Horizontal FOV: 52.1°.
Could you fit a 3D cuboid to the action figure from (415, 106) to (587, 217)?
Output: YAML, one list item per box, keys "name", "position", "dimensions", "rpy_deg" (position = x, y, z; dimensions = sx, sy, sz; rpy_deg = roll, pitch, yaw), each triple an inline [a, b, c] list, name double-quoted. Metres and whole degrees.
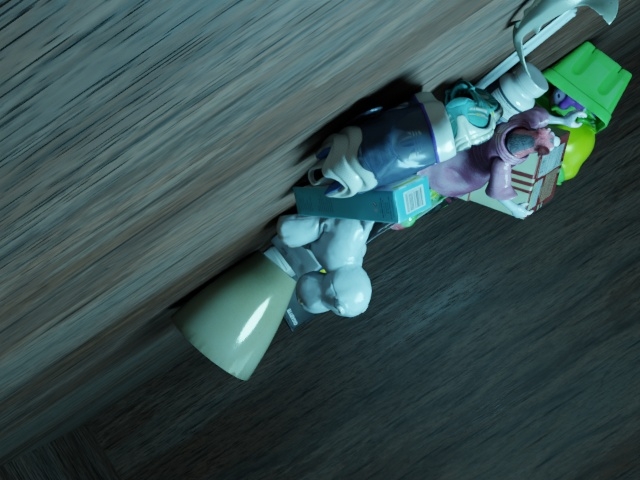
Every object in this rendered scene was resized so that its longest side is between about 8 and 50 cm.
- name: "action figure"
  position: [0.372, -0.208, 1.396]
  dimensions: [0.248, 0.275, 0.370]
  rpy_deg: [-65, -170, -8]

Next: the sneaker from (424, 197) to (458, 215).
- name: "sneaker"
  position: [0.410, -0.190, 2.246]
  dimensions: [0.202, 0.185, 0.483]
  rpy_deg: [-28, 169, -32]

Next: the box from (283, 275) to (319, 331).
- name: "box"
  position: [-0.029, 0.129, 2.193]
  dimensions: [0.293, 0.073, 0.295]
  rpy_deg: [-33, 136, -12]

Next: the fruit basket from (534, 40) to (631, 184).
- name: "fruit basket"
  position: [0.757, -0.380, 2.032]
  dimensions: [0.392, 0.283, 0.392]
  rpy_deg: [-47, 172, -9]

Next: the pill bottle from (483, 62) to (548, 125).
- name: "pill bottle"
  position: [0.442, -0.333, 1.553]
  dimensions: [0.108, 0.108, 0.180]
  rpy_deg: [-28, 172, -48]

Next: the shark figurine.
- name: "shark figurine"
  position: [0.393, -0.362, 1.007]
  dimensions: [0.278, 0.116, 0.166]
  rpy_deg: [-41, 170, 38]

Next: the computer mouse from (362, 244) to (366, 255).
- name: "computer mouse"
  position: [0.085, 0.012, 1.662]
  dimensions: [0.106, 0.042, 0.193]
  rpy_deg: [-61, 158, -7]

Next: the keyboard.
- name: "keyboard"
  position: [0.425, -0.400, 1.385]
  dimensions: [0.256, 0.014, 0.072]
  rpy_deg: [-38, 168, 35]

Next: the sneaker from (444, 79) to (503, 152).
- name: "sneaker"
  position: [0.299, -0.268, 1.301]
  dimensions: [0.107, 0.110, 0.275]
  rpy_deg: [-18, -162, 21]

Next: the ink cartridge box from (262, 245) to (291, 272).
- name: "ink cartridge box"
  position: [-0.109, 0.062, 1.880]
  dimensions: [0.148, 0.086, 0.203]
  rpy_deg: [-38, 172, 32]

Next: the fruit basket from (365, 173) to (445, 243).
- name: "fruit basket"
  position: [0.244, -0.099, 1.890]
  dimensions: [0.327, 0.165, 0.353]
  rpy_deg: [-39, -167, 40]

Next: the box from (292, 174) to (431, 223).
- name: "box"
  position: [0.071, -0.080, 1.189]
  dimensions: [0.244, 0.060, 0.100]
  rpy_deg: [7, -156, 44]

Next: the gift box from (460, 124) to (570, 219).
- name: "gift box"
  position: [0.536, -0.233, 1.906]
  dimensions: [0.276, 0.258, 0.255]
  rpy_deg: [-22, 128, -46]

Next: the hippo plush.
- name: "hippo plush"
  position: [0.054, 0.047, 1.463]
  dimensions: [0.294, 0.237, 0.234]
  rpy_deg: [-6, -178, 28]

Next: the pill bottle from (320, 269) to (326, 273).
- name: "pill bottle"
  position: [0.018, 0.024, 1.988]
  dimensions: [0.215, 0.117, 0.117]
  rpy_deg: [-55, 165, 26]

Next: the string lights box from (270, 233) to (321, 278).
- name: "string lights box"
  position: [0.000, 0.000, 1.719]
  dimensions: [0.077, 0.133, 0.259]
  rpy_deg: [-42, 171, 34]

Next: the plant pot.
- name: "plant pot"
  position: [-0.198, 0.170, 1.688]
  dimensions: [0.274, 0.256, 0.256]
  rpy_deg: [-51, 175, -3]

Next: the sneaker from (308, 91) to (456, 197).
- name: "sneaker"
  position: [0.090, -0.158, 1.107]
  dimensions: [0.236, 0.130, 0.323]
  rpy_deg: [-16, -170, 6]
